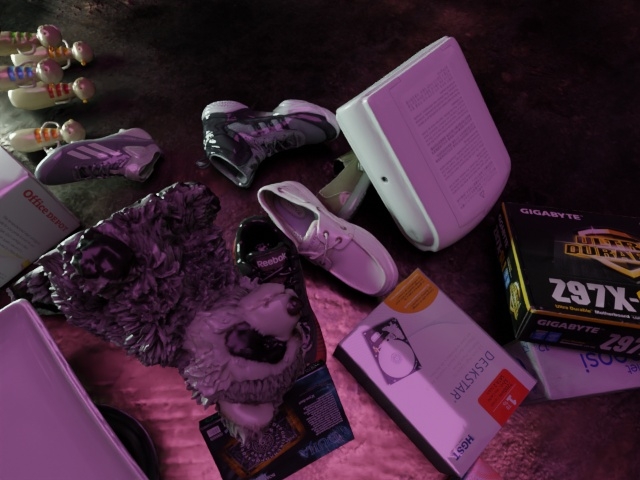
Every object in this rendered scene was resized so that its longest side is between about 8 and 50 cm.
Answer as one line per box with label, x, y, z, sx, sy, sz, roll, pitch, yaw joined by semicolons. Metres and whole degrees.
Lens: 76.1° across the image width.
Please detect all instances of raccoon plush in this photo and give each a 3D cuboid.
raccoon plush;-0.213;0.111;0.573;0.216;0.446;0.299;-41;107;-43

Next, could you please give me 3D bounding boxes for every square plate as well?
square plate;-0.401;0.307;0.470;0.347;0.049;0.344;-37;86;-13

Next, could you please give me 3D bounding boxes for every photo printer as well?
photo printer;0.198;-0.154;0.711;0.256;0.107;0.308;-42;109;-23

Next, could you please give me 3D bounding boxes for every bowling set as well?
bowling set;-0.524;-0.322;0.755;0.154;0.200;0.287;-13;70;-12

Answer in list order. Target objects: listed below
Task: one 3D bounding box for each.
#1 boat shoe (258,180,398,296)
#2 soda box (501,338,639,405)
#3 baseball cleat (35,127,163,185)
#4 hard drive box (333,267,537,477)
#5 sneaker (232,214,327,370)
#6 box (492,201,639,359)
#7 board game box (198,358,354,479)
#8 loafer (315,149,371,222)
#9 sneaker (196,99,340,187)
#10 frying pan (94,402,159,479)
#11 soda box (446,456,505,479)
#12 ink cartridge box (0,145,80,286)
boat shoe;0.000;0.000;0.674;0.277;0.096;0.098;38;112;20
soda box;0.446;0.186;0.639;0.285;0.091;0.098;-6;63;-7
baseball cleat;-0.382;-0.136;0.726;0.205;0.072;0.109;-36;72;-30
hard drive box;0.164;0.190;0.618;0.181;0.089;0.232;-40;74;-19
sneaker;-0.067;0.078;0.628;0.097;0.135;0.276;-19;69;-15
box;0.458;0.058;0.640;0.321;0.080;0.257;8;43;8
board game box;-0.056;0.264;0.568;0.186;0.026;0.126;-22;100;-14
loafer;0.070;-0.144;0.765;0.087;0.094;0.251;30;66;5
sneaker;-0.099;-0.176;0.768;0.268;0.101;0.153;3;65;4
frying pan;-0.249;0.328;0.538;0.325;0.053;0.198;12;73;-9
soda box;0.260;0.382;0.551;0.183;0.058;0.063;41;68;15
ink cartridge box;-0.514;-0.016;0.626;0.093;0.154;0.212;39;69;16
